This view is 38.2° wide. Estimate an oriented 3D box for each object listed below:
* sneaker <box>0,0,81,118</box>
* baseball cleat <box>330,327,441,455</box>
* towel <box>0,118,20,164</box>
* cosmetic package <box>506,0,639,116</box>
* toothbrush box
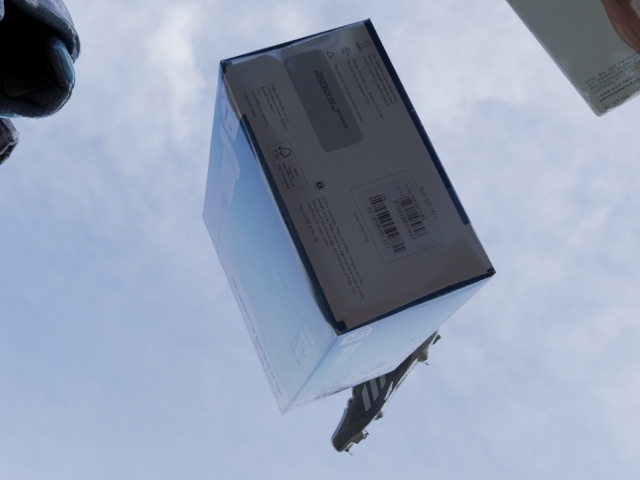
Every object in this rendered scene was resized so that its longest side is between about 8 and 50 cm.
[{"bbox_3d":[-0.190,-0.109,0.518,0.104,0.262,0.125,-42,-93,3],"label":"sneaker"},{"bbox_3d":[0.059,0.164,1.164,0.109,0.072,0.206,39,-101,3],"label":"baseball cleat"},{"bbox_3d":[-0.392,-0.084,0.756,0.284,0.121,0.235,-43,-120,19],"label":"towel"},{"bbox_3d":[0.213,-0.257,0.798,0.129,0.296,0.153,-32,-129,23],"label":"cosmetic package"},{"bbox_3d":[0.000,0.000,0.759,0.295,0.126,0.216,115,-46,-66],"label":"toothbrush box"}]
